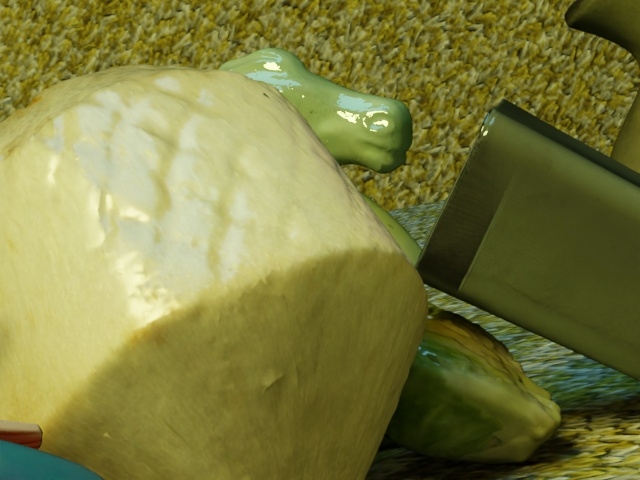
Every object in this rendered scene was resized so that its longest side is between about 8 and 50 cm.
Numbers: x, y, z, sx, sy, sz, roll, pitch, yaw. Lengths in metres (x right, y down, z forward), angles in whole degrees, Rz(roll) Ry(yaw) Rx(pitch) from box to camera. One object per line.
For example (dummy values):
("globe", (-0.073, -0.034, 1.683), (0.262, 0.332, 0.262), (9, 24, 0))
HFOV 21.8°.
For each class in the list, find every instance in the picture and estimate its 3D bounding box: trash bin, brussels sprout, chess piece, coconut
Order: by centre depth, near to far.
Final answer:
("coconut", (-0.086, 0.068, 0.962), (0.329, 0.329, 0.329), (-11, 7, 1))
("brussels sprout", (0.070, 0.094, 1.098), (0.181, 0.100, 0.139), (39, 5, 23))
("trash bin", (0.198, 0.013, 1.119), (0.240, 0.122, 0.164), (26, 12, 3))
("chess piece", (0.000, 0.000, 1.244), (0.176, 0.298, 0.176), (-12, 5, 1))

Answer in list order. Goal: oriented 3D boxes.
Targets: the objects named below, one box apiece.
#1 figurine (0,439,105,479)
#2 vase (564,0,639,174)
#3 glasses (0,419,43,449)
("figurine", (-0.250, 0.151, 0.619), (0.416, 0.243, 0.298), (-24, -29, -51))
("vase", (0.374, -0.081, 1.303), (0.329, 0.302, 0.241), (-8, 6, 11))
("glasses", (-0.247, 0.099, 0.813), (0.162, 0.095, 0.255), (-8, -23, -46))
